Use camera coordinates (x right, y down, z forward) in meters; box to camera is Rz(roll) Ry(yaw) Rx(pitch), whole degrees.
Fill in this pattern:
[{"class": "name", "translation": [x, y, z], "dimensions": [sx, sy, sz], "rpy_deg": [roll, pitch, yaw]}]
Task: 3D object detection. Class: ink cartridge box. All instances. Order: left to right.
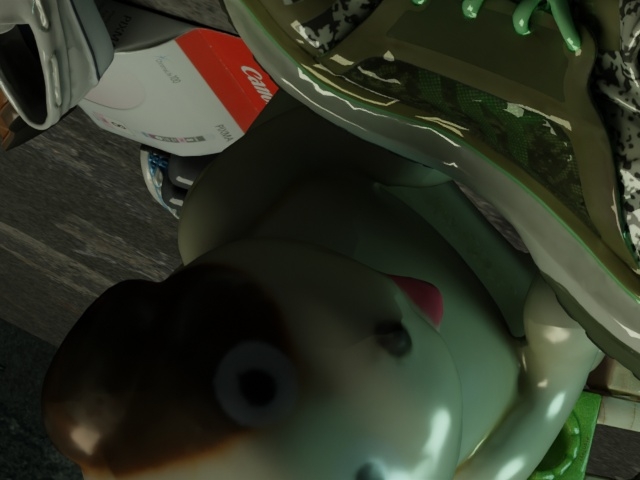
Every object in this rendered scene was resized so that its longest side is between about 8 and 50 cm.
[{"class": "ink cartridge box", "translation": [-0.106, -0.115, 1.555], "dimensions": [0.232, 0.066, 0.189], "rpy_deg": [24, 167, 26]}]

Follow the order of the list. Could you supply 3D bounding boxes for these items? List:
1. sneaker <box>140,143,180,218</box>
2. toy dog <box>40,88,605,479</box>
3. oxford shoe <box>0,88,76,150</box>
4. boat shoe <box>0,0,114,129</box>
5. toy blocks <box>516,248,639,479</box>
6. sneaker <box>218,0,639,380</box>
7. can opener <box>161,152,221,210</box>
[{"class": "sneaker", "translation": [-0.126, -0.050, 1.807], "dimensions": [0.083, 0.071, 0.190], "rpy_deg": [24, 167, 31]}, {"class": "toy dog", "translation": [-0.021, 0.070, 1.156], "dimensions": [0.284, 0.395, 0.408], "rpy_deg": [59, -170, -7]}, {"class": "oxford shoe", "translation": [-0.269, -0.133, 1.790], "dimensions": [0.076, 0.076, 0.212], "rpy_deg": [56, 169, 3]}, {"class": "boat shoe", "translation": [-0.219, -0.177, 1.373], "dimensions": [0.095, 0.084, 0.258], "rpy_deg": [12, 148, 33]}, {"class": "toy blocks", "translation": [0.265, 0.165, 1.477], "dimensions": [0.260, 0.288, 0.309], "rpy_deg": [13, 178, -18]}, {"class": "sneaker", "translation": [0.120, -0.106, 0.999], "dimensions": [0.410, 0.158, 0.182], "rpy_deg": [39, 144, 2]}, {"class": "can opener", "translation": [0.000, 0.000, 1.680], "dimensions": [0.283, 0.095, 0.076], "rpy_deg": [17, 149, -5]}]
